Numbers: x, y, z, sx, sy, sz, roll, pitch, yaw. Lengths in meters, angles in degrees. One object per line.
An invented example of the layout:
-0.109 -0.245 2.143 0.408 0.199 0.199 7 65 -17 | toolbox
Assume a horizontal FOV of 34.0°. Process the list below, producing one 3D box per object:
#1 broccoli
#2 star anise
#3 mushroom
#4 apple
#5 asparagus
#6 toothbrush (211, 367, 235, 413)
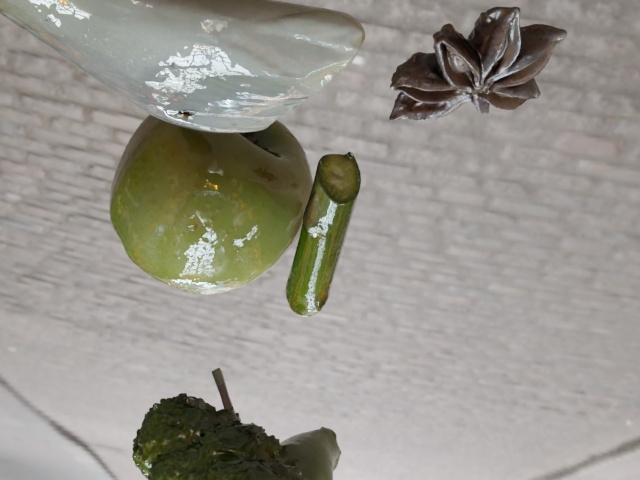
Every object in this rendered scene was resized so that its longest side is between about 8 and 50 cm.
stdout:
-0.076 0.261 0.984 0.254 0.186 0.302 35 -179 -21 | broccoli
0.183 -0.207 1.228 0.212 0.073 0.197 -5 152 -20 | star anise
-0.146 -0.172 0.766 0.329 0.122 0.159 17 139 -21 | mushroom
-0.147 -0.062 1.381 0.279 0.279 0.279 10 161 3 | apple
0.002 0.000 1.260 0.060 0.067 0.277 29 147 9 | asparagus
-0.117 0.230 1.371 0.014 0.194 0.017 -28 124 0 | toothbrush
